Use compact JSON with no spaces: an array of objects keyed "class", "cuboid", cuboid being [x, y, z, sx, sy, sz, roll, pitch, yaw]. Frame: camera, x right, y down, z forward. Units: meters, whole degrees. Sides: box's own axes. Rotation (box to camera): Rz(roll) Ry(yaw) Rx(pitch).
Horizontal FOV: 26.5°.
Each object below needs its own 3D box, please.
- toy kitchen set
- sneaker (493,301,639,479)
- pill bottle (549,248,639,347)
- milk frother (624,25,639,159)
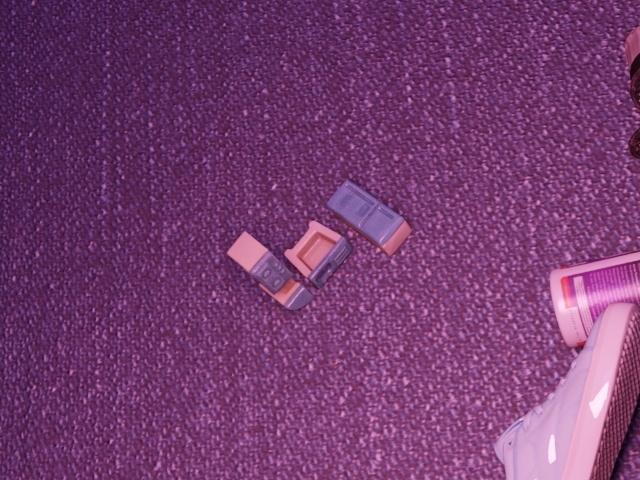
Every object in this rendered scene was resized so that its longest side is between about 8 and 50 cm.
[{"class":"toy kitchen set","cuboid":[0.000,0.000,1.926,0.122,0.166,0.207,36,84,32]},{"class":"sneaker","cuboid":[0.291,0.239,1.684,0.150,0.135,0.366,17,84,28]},{"class":"pill bottle","cuboid":[0.404,0.069,1.760,0.193,0.108,0.108,-14,62,17]},{"class":"milk frother","cuboid":[0.462,-0.205,1.880,0.143,0.129,0.135,-47,15,29]}]
